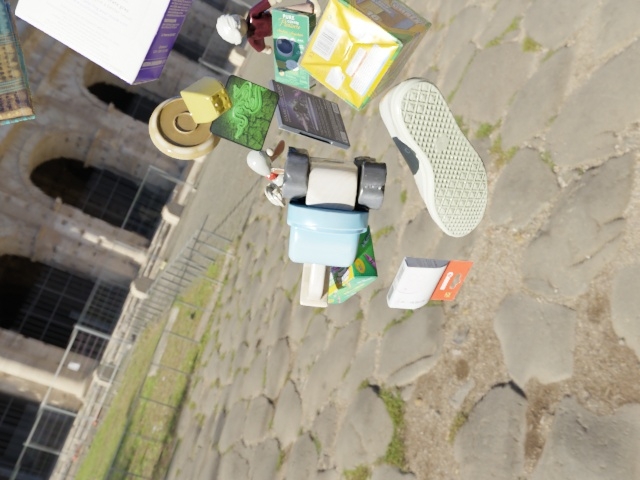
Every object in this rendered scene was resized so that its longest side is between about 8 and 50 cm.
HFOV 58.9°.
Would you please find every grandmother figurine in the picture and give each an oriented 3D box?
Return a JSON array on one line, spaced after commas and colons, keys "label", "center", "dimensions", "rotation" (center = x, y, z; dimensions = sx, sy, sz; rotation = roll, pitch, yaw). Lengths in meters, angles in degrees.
[{"label": "grandmother figurine", "center": [-0.170, -0.693, 1.817], "dimensions": [0.104, 0.342, 0.207], "rotation": [48, 144, 37]}]

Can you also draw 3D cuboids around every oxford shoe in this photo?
[{"label": "oxford shoe", "center": [0.272, -0.194, 1.340], "dimensions": [0.169, 0.449, 0.130], "rotation": [-38, 33, -5]}]

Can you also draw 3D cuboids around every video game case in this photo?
[{"label": "video game case", "center": [-0.033, -0.407, 1.841], "dimensions": [0.026, 0.274, 0.196], "rotation": [-42, 50, 40]}]

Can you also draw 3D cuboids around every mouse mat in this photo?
[{"label": "mouse mat", "center": [-0.208, -0.353, 1.567], "dimensions": [0.007, 0.153, 0.189], "rotation": [146, 142, -70]}]

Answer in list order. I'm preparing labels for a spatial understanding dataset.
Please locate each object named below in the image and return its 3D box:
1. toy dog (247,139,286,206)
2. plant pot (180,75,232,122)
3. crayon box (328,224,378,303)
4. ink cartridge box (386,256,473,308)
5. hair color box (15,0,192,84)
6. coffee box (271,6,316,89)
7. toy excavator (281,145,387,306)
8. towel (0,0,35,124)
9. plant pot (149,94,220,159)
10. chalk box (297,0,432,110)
[{"label": "toy dog", "center": [-0.089, -0.232, 1.921], "dimensions": [0.161, 0.220, 0.334], "rotation": [-37, -13, 15]}, {"label": "plant pot", "center": [-0.244, -0.312, 1.268], "dimensions": [0.083, 0.081, 0.081], "rotation": [20, 53, 43]}, {"label": "crayon box", "center": [0.069, 0.078, 1.725], "dimensions": [0.278, 0.081, 0.165], "rotation": [135, 132, -59]}, {"label": "ink cartridge box", "center": [0.343, 0.138, 1.764], "dimensions": [0.066, 0.232, 0.189], "rotation": [-93, 15, -47]}, {"label": "hair color box", "center": [-0.246, -0.407, 0.756], "dimensions": [0.338, 0.185, 0.110], "rotation": [-57, 6, 22]}, {"label": "coffee box", "center": [-0.064, -0.480, 1.418], "dimensions": [0.040, 0.113, 0.184], "rotation": [-42, -38, -41]}, {"label": "toy excavator", "center": [0.000, 0.000, 1.415], "dimensions": [0.433, 0.222, 0.445], "rotation": [-97, 15, -78]}, {"label": "towel", "center": [-0.725, -0.334, 1.113], "dimensions": [0.040, 0.272, 0.370], "rotation": [96, 150, -55]}, {"label": "plant pot", "center": [-0.434, -0.374, 1.831], "dimensions": [0.032, 0.236, 0.236], "rotation": [115, 173, -68]}, {"label": "chalk box", "center": [0.115, -0.449, 1.274], "dimensions": [0.289, 0.179, 0.180], "rotation": [-48, -5, -49]}]
